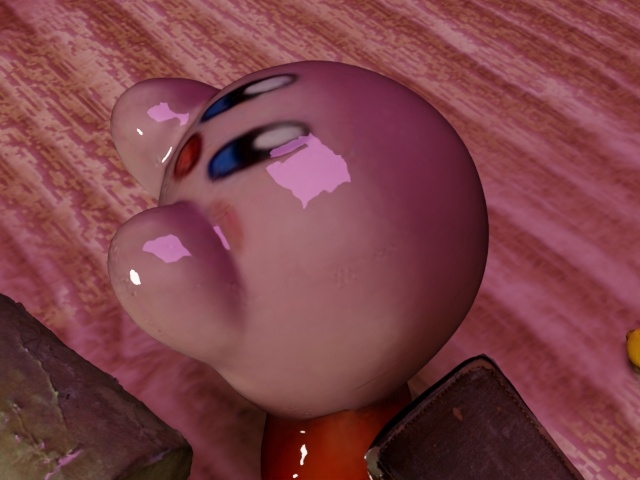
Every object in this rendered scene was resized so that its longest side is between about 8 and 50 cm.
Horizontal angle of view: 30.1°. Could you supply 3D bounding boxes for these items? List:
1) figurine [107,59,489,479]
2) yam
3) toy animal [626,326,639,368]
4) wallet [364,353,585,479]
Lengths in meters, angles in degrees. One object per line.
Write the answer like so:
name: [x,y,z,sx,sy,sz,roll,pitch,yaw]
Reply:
figurine: [0.008,0.003,0.772,0.211,0.261,0.270,-22,42,13]
yam: [-0.216,0.125,0.760,0.268,0.161,0.161,32,53,27]
toy animal: [0.305,0.084,0.857,0.127,0.131,0.182,29,52,-15]
wallet: [0.127,0.187,0.709,0.122,0.031,0.232,-34,85,-32]
